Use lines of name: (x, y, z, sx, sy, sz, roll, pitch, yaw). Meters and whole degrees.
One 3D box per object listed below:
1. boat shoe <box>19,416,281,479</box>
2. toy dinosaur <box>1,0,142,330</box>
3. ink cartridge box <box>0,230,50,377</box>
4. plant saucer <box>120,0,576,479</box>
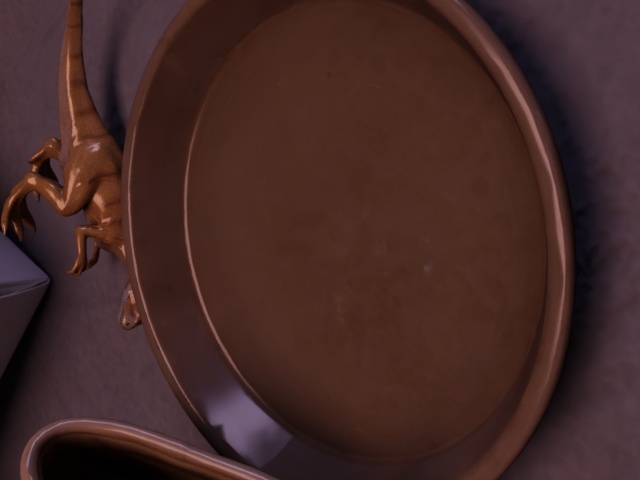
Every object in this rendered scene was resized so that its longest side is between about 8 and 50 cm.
boat shoe: (0.002, 0.172, 0.361, 0.341, 0.122, 0.110, 14, 133, 26)
toy dinosaur: (-0.146, -0.050, 0.542, 0.112, 0.064, 0.212, -12, 100, 25)
ink cartridge box: (-0.357, 0.083, 0.653, 0.207, 0.117, 0.283, 40, 110, 18)
plant saucer: (0.000, 0.000, 0.423, 0.277, 0.041, 0.278, 9, 104, 41)
